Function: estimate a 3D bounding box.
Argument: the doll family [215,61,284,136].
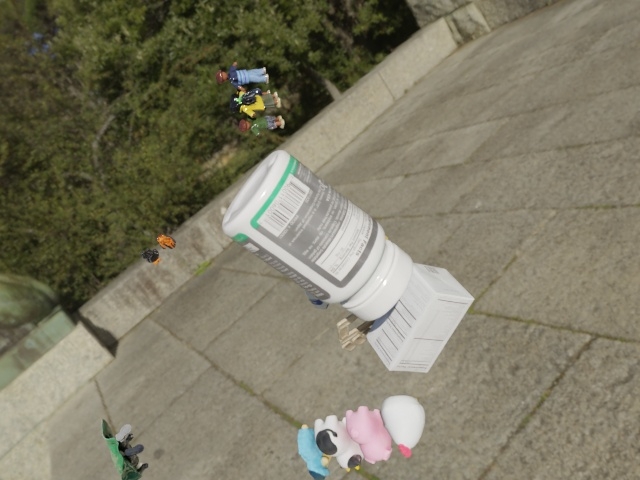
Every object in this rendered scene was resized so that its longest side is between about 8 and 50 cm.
[{"bbox_3d":[-0.152,-0.302,1.220,0.111,0.076,0.193,-12,50,-17],"label":"doll family"}]

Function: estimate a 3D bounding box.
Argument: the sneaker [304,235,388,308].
[{"bbox_3d":[0.076,0.084,1.617,0.296,0.131,0.112,-27,17,-23],"label":"sneaker"}]

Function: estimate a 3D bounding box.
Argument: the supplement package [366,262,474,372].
[{"bbox_3d":[0.246,0.197,1.459,0.244,0.139,0.134,-63,36,22],"label":"supplement package"}]

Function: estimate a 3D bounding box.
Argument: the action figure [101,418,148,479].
[{"bbox_3d":[-0.404,0.457,1.207,0.063,0.137,0.232,-26,-23,-32],"label":"action figure"}]

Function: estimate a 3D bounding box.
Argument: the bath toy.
[{"bbox_3d":[0.103,0.469,1.355,0.348,0.151,0.129,-32,49,36],"label":"bath toy"}]

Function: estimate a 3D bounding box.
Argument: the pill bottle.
[{"bbox_3d":[0.000,0.000,1.173,0.204,0.361,0.204,-46,19,21],"label":"pill bottle"}]

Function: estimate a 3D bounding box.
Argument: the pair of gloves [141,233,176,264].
[{"bbox_3d":[-0.388,0.021,1.386,0.083,0.010,0.074,-42,-27,-2],"label":"pair of gloves"}]

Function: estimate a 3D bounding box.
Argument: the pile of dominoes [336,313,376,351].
[{"bbox_3d":[0.143,0.193,1.550,0.251,0.196,0.040,-30,58,-16],"label":"pile of dominoes"}]
